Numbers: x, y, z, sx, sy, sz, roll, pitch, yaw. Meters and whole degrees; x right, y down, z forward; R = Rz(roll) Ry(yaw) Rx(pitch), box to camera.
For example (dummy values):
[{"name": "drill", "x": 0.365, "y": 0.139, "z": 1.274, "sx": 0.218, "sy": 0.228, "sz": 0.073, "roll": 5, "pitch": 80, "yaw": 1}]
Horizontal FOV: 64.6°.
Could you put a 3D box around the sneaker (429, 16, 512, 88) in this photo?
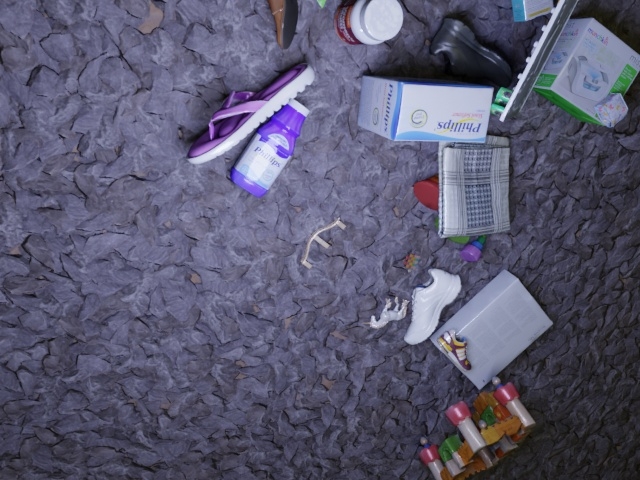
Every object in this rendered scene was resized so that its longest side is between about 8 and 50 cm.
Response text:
[{"name": "sneaker", "x": 0.440, "y": -0.527, "z": 1.499, "sx": 0.286, "sy": 0.109, "sz": 0.130, "roll": 32, "pitch": 105, "yaw": -15}]

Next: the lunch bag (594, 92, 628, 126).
[{"name": "lunch bag", "x": 0.901, "y": -0.401, "z": 1.567, "sx": 0.071, "sy": 0.053, "sz": 0.083, "roll": -41, "pitch": 107, "yaw": 0}]

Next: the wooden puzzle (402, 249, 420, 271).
[{"name": "wooden puzzle", "x": 0.311, "y": 0.070, "z": 1.731, "sx": 0.049, "sy": 0.006, "sz": 0.083, "roll": 12, "pitch": 106, "yaw": -21}]

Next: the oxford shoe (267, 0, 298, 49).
[{"name": "oxford shoe", "x": -0.105, "y": -0.611, "z": 1.320, "sx": 0.076, "sy": 0.076, "sz": 0.212, "roll": 15, "pitch": 123, "yaw": 21}]

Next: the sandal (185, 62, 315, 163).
[{"name": "sandal", "x": -0.202, "y": -0.356, "z": 1.333, "sx": 0.416, "sy": 0.169, "sz": 0.102, "roll": -41, "pitch": 120, "yaw": -12}]

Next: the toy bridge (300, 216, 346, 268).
[{"name": "toy bridge", "x": 0.000, "y": 0.000, "z": 1.600, "sx": 0.063, "sy": 0.026, "sz": 0.188, "roll": 37, "pitch": 96, "yaw": -24}]

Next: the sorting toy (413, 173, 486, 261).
[{"name": "sorting toy", "x": 0.452, "y": -0.092, "z": 1.672, "sx": 0.126, "sy": 0.127, "sz": 0.365, "roll": -49, "pitch": 115, "yaw": -20}]

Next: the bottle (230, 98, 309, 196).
[{"name": "bottle", "x": -0.136, "y": -0.263, "z": 1.421, "sx": 0.118, "sy": 0.092, "sz": 0.283, "roll": 33, "pitch": 98, "yaw": -24}]

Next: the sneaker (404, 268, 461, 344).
[{"name": "sneaker", "x": 0.365, "y": 0.226, "z": 1.770, "sx": 0.129, "sy": 0.111, "sz": 0.297, "roll": 28, "pitch": 97, "yaw": -8}]

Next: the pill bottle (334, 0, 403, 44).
[{"name": "pill bottle", "x": 0.122, "y": -0.569, "z": 1.309, "sx": 0.121, "sy": 0.221, "sz": 0.121, "roll": -6, "pitch": 111, "yaw": -15}]

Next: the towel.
[{"name": "towel", "x": 0.491, "y": -0.176, "z": 1.582, "sx": 0.312, "sy": 0.056, "sz": 0.324, "roll": -4, "pitch": 94, "yaw": -30}]

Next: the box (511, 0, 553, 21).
[{"name": "box", "x": 0.603, "y": -0.773, "z": 1.465, "sx": 0.101, "sy": 0.060, "sz": 0.244, "roll": -22, "pitch": 115, "yaw": -9}]

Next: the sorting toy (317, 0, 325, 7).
[{"name": "sorting toy", "x": -0.034, "y": -0.751, "z": 1.264, "sx": 0.196, "sy": 0.047, "sz": 0.347, "roll": -35, "pitch": 114, "yaw": 15}]

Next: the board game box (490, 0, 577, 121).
[{"name": "board game box", "x": 0.596, "y": -0.530, "z": 1.382, "sx": 0.050, "sy": 0.390, "sz": 0.389, "roll": 30, "pitch": 117, "yaw": 17}]

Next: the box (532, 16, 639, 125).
[{"name": "box", "x": 0.835, "y": -0.528, "z": 1.596, "sx": 0.262, "sy": 0.127, "sz": 0.231, "roll": 23, "pitch": 104, "yaw": -23}]

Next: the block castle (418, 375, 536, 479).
[{"name": "block castle", "x": 0.561, "y": 0.710, "z": 1.882, "sx": 0.303, "sy": 0.212, "sz": 0.453, "roll": -13, "pitch": 140, "yaw": -20}]

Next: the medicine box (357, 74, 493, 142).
[{"name": "medicine box", "x": 0.276, "y": -0.366, "z": 1.395, "sx": 0.264, "sy": 0.289, "sz": 0.149, "roll": -2, "pitch": 111, "yaw": -16}]

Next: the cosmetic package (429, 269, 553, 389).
[{"name": "cosmetic package", "x": 0.636, "y": 0.335, "z": 1.880, "sx": 0.377, "sy": 0.097, "sz": 0.284, "roll": -43, "pitch": 113, "yaw": 3}]

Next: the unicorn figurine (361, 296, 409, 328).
[{"name": "unicorn figurine", "x": 0.235, "y": 0.252, "z": 1.748, "sx": 0.162, "sy": 0.060, "sz": 0.111, "roll": 4, "pitch": 108, "yaw": -18}]

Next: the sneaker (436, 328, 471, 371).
[{"name": "sneaker", "x": 0.489, "y": 0.384, "z": 1.768, "sx": 0.084, "sy": 0.069, "sz": 0.185, "roll": -42, "pitch": 117, "yaw": 9}]
